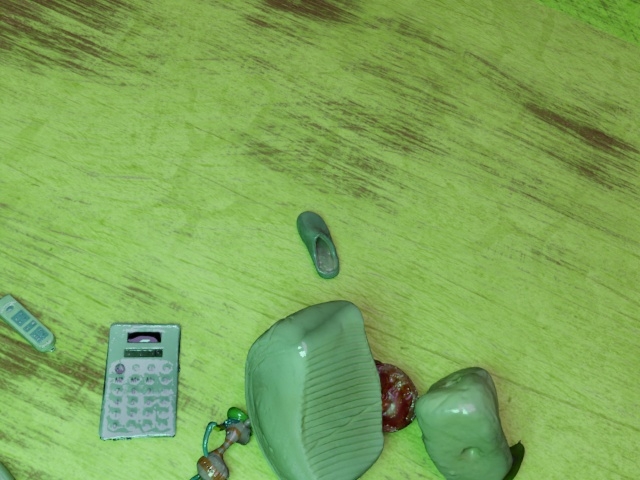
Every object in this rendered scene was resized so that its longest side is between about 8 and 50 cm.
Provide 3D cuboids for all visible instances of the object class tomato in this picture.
[{"bbox_3d":[0.138,0.349,1.449,0.159,0.091,0.139,40,79,-2],"label":"tomato"}]

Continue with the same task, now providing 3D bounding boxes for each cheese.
[{"bbox_3d":[0.299,0.363,1.391,0.173,0.248,0.251,-12,50,20],"label":"cheese"}]

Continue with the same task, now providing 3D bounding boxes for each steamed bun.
[{"bbox_3d":[-0.031,0.311,1.312,0.247,0.236,0.384,-25,111,-42],"label":"steamed bun"}]

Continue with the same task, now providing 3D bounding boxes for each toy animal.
[{"bbox_3d":[-0.216,0.432,1.319,0.103,0.100,0.208,50,61,-22],"label":"toy animal"}]

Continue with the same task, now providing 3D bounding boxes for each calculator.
[{"bbox_3d":[-0.386,0.297,1.403,0.161,0.021,0.262,2,60,-12],"label":"calculator"}]

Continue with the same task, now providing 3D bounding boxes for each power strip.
[{"bbox_3d":[-0.649,0.176,1.410,0.191,0.030,0.047,38,59,10],"label":"power strip"}]

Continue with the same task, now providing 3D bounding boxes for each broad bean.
[{"bbox_3d":[0.381,0.538,1.418,0.065,0.046,0.254,39,61,3],"label":"broad bean"}]

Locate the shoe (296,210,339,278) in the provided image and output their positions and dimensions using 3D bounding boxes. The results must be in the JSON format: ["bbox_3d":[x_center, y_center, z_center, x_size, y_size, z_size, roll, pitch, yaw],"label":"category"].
[{"bbox_3d":[0.000,0.000,1.631,0.079,0.078,0.195,-12,67,-18],"label":"shoe"}]

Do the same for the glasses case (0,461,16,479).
[{"bbox_3d":[-0.575,0.498,1.210,0.051,0.081,0.204,-32,70,-25],"label":"glasses case"}]

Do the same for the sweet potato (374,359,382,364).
[{"bbox_3d":[0.157,0.315,1.513,0.026,0.026,0.115,-28,67,-25],"label":"sweet potato"}]
